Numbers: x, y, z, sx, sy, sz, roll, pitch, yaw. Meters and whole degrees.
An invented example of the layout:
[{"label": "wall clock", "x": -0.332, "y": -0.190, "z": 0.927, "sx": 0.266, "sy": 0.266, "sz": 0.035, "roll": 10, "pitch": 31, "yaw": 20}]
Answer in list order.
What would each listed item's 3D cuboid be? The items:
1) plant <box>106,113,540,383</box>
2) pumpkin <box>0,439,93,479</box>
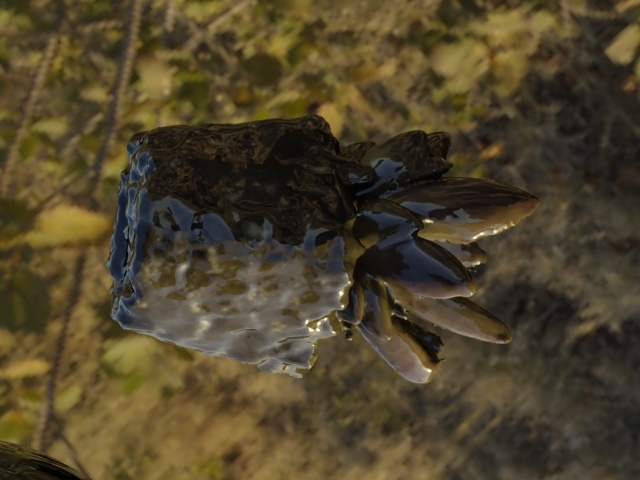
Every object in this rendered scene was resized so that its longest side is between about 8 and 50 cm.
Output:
[{"label": "plant", "x": 0.000, "y": 0.000, "z": 1.241, "sx": 0.182, "sy": 0.320, "sz": 0.194, "roll": 115, "pitch": 156, "yaw": -45}, {"label": "pumpkin", "x": -0.218, "y": 0.187, "z": 0.713, "sx": 0.300, "sy": 0.300, "sz": 0.207, "roll": -6, "pitch": 78, "yaw": 61}]
